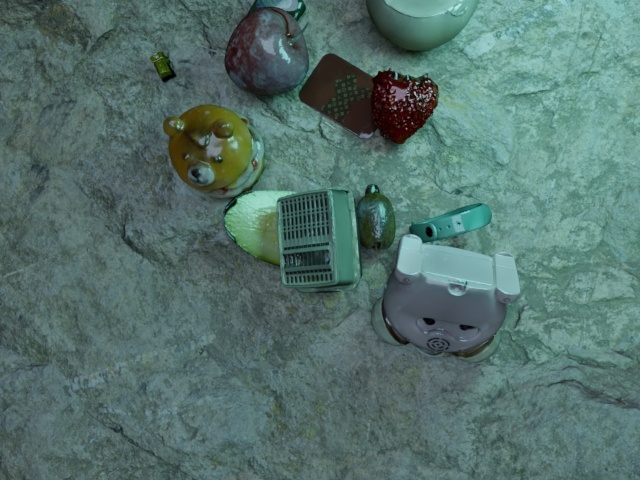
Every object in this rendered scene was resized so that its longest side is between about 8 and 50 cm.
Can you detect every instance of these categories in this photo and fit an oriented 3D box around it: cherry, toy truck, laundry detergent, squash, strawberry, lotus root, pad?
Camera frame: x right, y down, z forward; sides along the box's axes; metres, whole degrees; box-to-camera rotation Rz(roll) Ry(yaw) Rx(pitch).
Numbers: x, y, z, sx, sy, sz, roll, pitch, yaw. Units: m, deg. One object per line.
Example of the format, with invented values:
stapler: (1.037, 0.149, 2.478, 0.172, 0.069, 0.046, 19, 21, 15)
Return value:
cherry: (-0.141, -0.540, 1.290, 0.286, 0.213, 0.235, -23, 62, 28)
toy truck: (-0.501, -0.553, 1.412, 0.049, 0.054, 0.083, -26, 82, 5)
laundry detergent: (-0.157, -0.692, 1.376, 0.211, 0.063, 0.137, -38, 89, 3)
squash: (-0.156, -0.031, 1.284, 0.204, 0.155, 0.236, -3, 84, 9)
strawberry: (0.227, -0.374, 1.252, 0.184, 0.187, 0.201, 21, 107, 42)
lotus root: (0.156, -0.068, 1.276, 0.113, 0.088, 0.191, -4, 84, 4)
pad: (0.081, -0.441, 1.357, 0.267, 0.004, 0.181, 33, 90, 9)

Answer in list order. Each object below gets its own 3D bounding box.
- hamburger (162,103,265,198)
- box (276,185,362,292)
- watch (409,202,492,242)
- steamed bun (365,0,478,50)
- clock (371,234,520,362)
hamburger: (-0.305, -0.262, 1.278, 0.277, 0.237, 0.276, -1, 85, 10)
box: (0.000, 0.000, 1.229, 0.221, 0.166, 0.290, -6, 85, 32)
watch: (0.340, -0.040, 1.194, 0.195, 0.237, 0.068, -19, 92, -23)
steamed bun: (0.284, -0.696, 1.247, 0.325, 0.206, 0.324, -1, 85, 10)
clock: (0.313, 0.168, 1.146, 0.342, 0.325, 0.184, 15, 46, 11)
